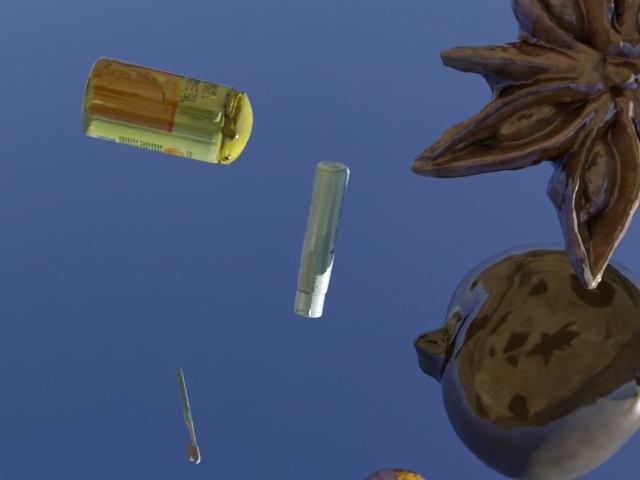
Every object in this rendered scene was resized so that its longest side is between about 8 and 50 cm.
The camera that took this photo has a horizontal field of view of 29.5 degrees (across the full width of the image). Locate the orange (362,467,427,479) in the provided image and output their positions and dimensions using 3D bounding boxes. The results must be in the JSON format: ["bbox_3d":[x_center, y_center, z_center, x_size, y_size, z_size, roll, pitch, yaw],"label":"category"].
[{"bbox_3d":[0.078,0.305,0.922,0.183,0.249,0.249,-52,-139,7],"label":"orange"}]

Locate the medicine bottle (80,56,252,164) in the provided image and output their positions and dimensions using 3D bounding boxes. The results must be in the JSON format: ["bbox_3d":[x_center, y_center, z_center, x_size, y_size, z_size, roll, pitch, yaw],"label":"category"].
[{"bbox_3d":[-0.216,-0.184,1.743,0.239,0.124,0.124,11,-142,-3],"label":"medicine bottle"}]

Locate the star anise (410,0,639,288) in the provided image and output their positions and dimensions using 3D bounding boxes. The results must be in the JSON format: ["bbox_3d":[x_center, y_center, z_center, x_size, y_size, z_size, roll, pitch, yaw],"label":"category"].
[{"bbox_3d":[0.237,-0.134,1.000,0.292,0.349,0.109,16,176,-18],"label":"star anise"}]

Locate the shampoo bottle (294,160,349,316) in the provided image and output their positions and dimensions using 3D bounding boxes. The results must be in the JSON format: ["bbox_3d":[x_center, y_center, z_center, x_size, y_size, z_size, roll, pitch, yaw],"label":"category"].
[{"bbox_3d":[0.000,0.000,1.493,0.041,0.190,0.069,9,-168,-2],"label":"shampoo bottle"}]

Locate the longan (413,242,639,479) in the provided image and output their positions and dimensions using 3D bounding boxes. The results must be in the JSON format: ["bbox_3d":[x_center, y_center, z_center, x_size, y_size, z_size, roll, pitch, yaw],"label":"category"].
[{"bbox_3d":[0.260,0.140,1.423,0.300,0.243,0.300,-5,-138,4],"label":"longan"}]

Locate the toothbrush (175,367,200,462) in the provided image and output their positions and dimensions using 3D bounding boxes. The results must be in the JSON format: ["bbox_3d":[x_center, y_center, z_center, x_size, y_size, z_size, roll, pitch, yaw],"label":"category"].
[{"bbox_3d":[-0.170,0.217,1.526,0.014,0.011,0.167,23,-153,-29],"label":"toothbrush"}]
